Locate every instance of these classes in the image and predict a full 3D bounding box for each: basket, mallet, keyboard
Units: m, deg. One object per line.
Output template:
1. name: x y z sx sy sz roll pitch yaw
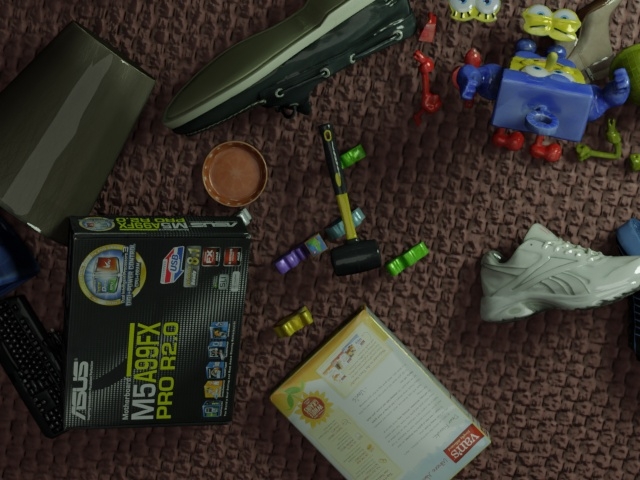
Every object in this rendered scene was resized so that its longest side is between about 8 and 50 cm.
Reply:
1. basket: -0.316 -0.140 1.852 0.204 0.154 0.227 38 94 11
2. mallet: 0.018 -0.047 1.862 0.062 0.039 0.190 -21 94 -1
3. keyboard: -0.362 0.159 1.952 0.100 0.038 0.192 -30 97 6

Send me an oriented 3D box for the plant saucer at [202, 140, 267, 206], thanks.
1. plant saucer: -0.108 -0.084 1.915 0.083 0.013 0.084 0 94 4

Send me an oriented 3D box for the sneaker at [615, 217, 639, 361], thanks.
1. sneaker: 0.414 0.090 1.889 0.090 0.081 0.232 -30 85 26

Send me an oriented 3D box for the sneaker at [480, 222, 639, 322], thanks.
1. sneaker: 0.294 0.032 1.857 0.232 0.090 0.115 -12 88 26

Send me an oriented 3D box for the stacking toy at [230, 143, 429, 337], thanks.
1. stacking toy: 0.000 0.000 1.911 0.221 0.052 0.167 -31 98 4

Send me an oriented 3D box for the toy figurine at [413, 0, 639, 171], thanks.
1. toy figurine: 0.279 -0.146 1.769 0.362 0.217 0.191 13 117 1

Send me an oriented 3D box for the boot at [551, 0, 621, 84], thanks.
1. boot: 0.341 -0.245 1.866 0.118 0.042 0.087 -31 102 7

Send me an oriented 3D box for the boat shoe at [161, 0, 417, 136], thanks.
1. boat shoe: -0.031 -0.208 1.847 0.340 0.127 0.113 -35 118 4

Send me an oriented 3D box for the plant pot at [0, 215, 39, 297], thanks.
1. plant pot: -0.513 0.015 1.844 0.236 0.236 0.212 -31 90 7

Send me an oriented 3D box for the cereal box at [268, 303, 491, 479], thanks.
1. cereal box: 0.076 0.226 1.938 0.173 0.047 0.240 -43 95 8

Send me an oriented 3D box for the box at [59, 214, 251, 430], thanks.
1. box: -0.207 0.102 1.864 0.216 0.060 0.270 0 114 -17
